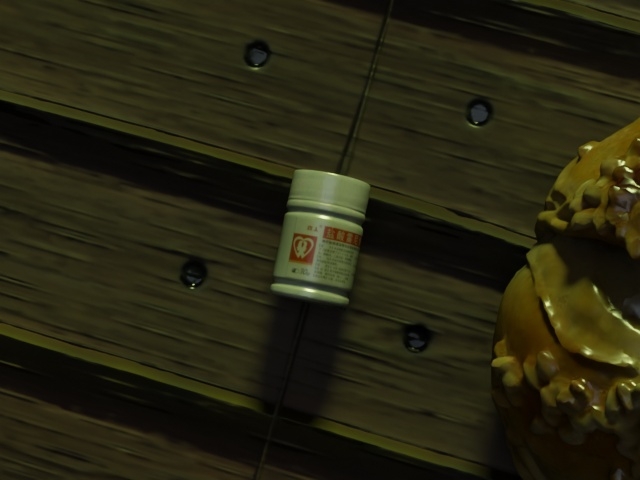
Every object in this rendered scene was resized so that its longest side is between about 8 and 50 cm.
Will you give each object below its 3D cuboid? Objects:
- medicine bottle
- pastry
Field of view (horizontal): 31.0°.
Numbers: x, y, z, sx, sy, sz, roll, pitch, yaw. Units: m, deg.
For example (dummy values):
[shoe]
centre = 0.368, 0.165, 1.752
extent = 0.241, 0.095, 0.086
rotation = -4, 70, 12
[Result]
[medicine bottle]
centre = 0.000, 0.000, 0.797
extent = 0.057, 0.057, 0.089
rotation = 10, 85, 6
[pastry]
centre = 0.256, 0.053, 0.707
extent = 0.284, 0.184, 0.316
rotation = 37, 88, 6
